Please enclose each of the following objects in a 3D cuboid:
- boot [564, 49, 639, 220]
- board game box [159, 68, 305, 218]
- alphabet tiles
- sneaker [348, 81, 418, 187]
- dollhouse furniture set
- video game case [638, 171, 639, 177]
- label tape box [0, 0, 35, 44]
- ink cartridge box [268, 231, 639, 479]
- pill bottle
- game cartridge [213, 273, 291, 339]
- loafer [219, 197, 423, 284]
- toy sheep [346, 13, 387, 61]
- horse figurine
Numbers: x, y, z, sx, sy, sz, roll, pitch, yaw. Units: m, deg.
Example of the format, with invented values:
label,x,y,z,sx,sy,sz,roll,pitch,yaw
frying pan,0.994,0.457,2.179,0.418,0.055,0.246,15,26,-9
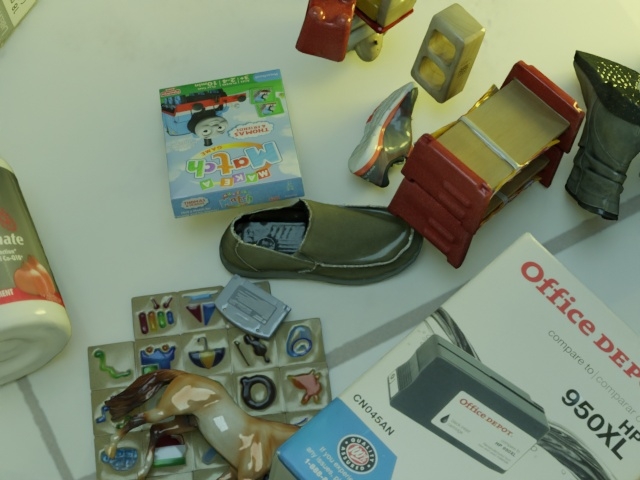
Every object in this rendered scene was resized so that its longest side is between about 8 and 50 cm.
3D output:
label,x,y,z,sx,sy,sz,roll,pitch,yaw
boot,0.335,-0.131,1.886,0.083,0.246,0.161,17,112,-11
board game box,-0.113,-0.123,1.904,0.160,0.039,0.211,-10,46,-2
alphabet tiles,-0.126,0.215,1.814,0.285,0.011,0.343,-7,67,-1
sneaker,0.091,-0.130,1.937,0.065,0.061,0.158,38,63,-16
dollhouse furniture set,0.112,-0.178,1.861,0.374,0.152,0.201,44,58,16
video game case,0.475,-0.048,1.759,0.061,0.269,0.244,-24,68,-12
label tape box,-0.513,-0.347,2.019,0.240,0.106,0.334,28,71,14
ink cartridge box,0.181,0.227,1.688,0.395,0.166,0.285,-40,74,-20
pill bottle,-0.427,0.003,1.827,0.176,0.176,0.318,-22,68,-7
game cartridge,-0.084,0.083,1.855,0.083,0.017,0.056,32,68,15
loafer,0.000,0.000,1.858,0.251,0.087,0.094,-5,67,0
toy sheep,0.040,-0.291,1.983,0.091,0.091,0.132,-26,87,-8
horse figurine,-0.130,0.230,1.767,0.263,0.066,0.174,38,79,14
